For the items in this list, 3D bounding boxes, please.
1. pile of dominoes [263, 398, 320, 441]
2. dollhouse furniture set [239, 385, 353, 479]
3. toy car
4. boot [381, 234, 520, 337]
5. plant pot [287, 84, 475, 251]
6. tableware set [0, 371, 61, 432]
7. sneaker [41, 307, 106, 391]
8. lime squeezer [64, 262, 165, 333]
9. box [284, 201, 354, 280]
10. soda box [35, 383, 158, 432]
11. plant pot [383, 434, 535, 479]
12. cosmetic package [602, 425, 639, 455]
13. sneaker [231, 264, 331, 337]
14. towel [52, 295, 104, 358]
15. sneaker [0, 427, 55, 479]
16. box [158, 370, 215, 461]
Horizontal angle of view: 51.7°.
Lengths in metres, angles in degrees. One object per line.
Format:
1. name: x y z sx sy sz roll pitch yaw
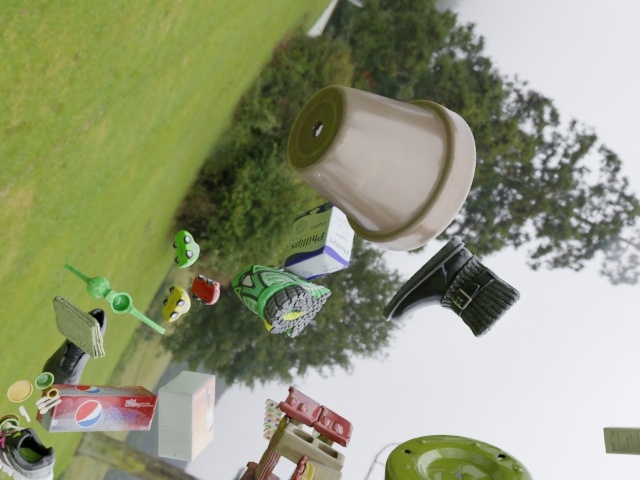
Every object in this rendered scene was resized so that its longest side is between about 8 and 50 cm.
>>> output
1. pile of dominoes: -0.096 0.623 2.147 0.040 0.196 0.251 -69 170 -49
2. dollhouse furniture set: -0.065 0.423 1.169 0.201 0.152 0.374 -61 175 6
3. toy car: -0.339 0.083 1.730 0.239 0.053 0.224 -25 -113 40
4. boot: 0.361 0.184 1.872 0.348 0.260 0.131 -48 171 29
5. plant pot: 0.078 -0.138 1.070 0.263 0.229 0.263 -31 -133 41
6. tableware set: -0.590 0.327 1.300 0.024 0.154 0.104 28 -43 44
7. sneaker: -0.685 0.307 1.838 0.130 0.109 0.286 -42 -155 54
8. lime squeezer: -0.533 0.148 1.680 0.058 0.310 0.110 -57 -178 -30
9. box: 0.000 0.000 1.407 0.126 0.072 0.137 -22 -134 42
10. soda box: -0.529 0.399 1.581 0.083 0.263 0.092 13 -91 45
11. plant pot: 0.211 0.530 1.086 0.366 0.367 0.352 -110 -158 -76
12. cosmetic package: 0.691 0.443 1.461 0.115 0.041 0.060 -10 -103 41
13. sneaker: -0.079 0.110 1.402 0.134 0.146 0.343 -49 164 -2
14. towel: -0.532 0.190 1.455 0.027 0.148 0.110 -36 143 -46
15. sneaker: -0.488 0.319 1.036 0.074 0.170 0.063 -57 -176 23
16. box: -0.321 0.420 1.591 0.130 0.091 0.170 -33 127 -72
